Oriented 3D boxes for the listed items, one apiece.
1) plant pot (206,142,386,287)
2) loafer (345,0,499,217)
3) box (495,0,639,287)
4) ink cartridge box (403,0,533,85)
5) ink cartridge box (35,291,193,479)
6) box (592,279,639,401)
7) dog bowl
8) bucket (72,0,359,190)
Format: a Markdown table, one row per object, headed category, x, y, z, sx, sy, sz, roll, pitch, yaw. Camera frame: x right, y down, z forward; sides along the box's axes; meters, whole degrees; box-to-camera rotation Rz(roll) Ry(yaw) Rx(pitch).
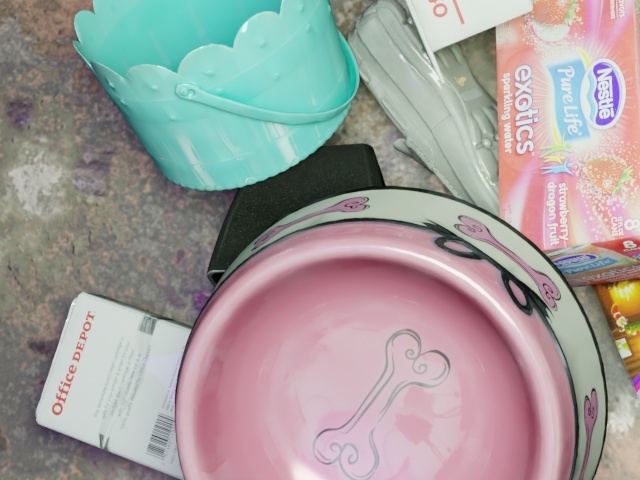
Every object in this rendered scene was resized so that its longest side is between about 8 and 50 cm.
| category | x | y | z | sx | sy | sz | roll | pitch | yaw |
| --- | --- | --- | --- | --- | --- | --- | --- | --- | --- |
| plant pot | 0.000 | 0.000 | 1.281 | 0.188 | 0.188 | 0.166 | -4 | 61 | 13 |
| loafer | 0.137 | -0.122 | 1.313 | 0.111 | 0.112 | 0.319 | -40 | 75 | 43 |
| box | 0.274 | -0.116 | 1.203 | 0.154 | 0.142 | 0.299 | -8 | 70 | 31 |
| ink cartridge box | 0.108 | -0.333 | 1.188 | 0.119 | 0.207 | 0.353 | -22 | 38 | 9 |
| ink cartridge box | -0.188 | 0.166 | 1.353 | 0.219 | 0.092 | 0.160 | 19 | 88 | 15 |
| box | 0.429 | 0.031 | 1.207 | 0.293 | 0.057 | 0.200 | -26 | 79 | 25 |
| dog bowl | 0.051 | 0.158 | 1.082 | 0.408 | 0.150 | 0.407 | 1 | 95 | 13 |
| bucket | -0.102 | -0.198 | 1.269 | 0.281 | 0.183 | 0.281 | -15 | 40 | 13 |
